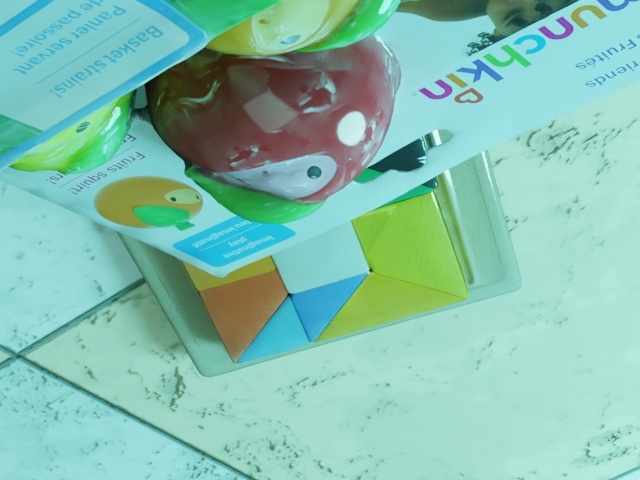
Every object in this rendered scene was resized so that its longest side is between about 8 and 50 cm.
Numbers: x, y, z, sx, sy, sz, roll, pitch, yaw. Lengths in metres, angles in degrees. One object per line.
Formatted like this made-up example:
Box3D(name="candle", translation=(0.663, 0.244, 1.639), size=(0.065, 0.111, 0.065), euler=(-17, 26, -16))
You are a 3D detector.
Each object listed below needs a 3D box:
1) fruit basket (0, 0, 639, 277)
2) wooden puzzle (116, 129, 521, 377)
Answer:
Box3D(name="fruit basket", translation=(-0.049, -0.082, 0.582), size=(0.327, 0.165, 0.353), euler=(-24, 140, 32))
Box3D(name="wooden puzzle", translation=(0.000, 0.000, 0.822), size=(0.221, 0.044, 0.238), euler=(-16, 141, 6))
